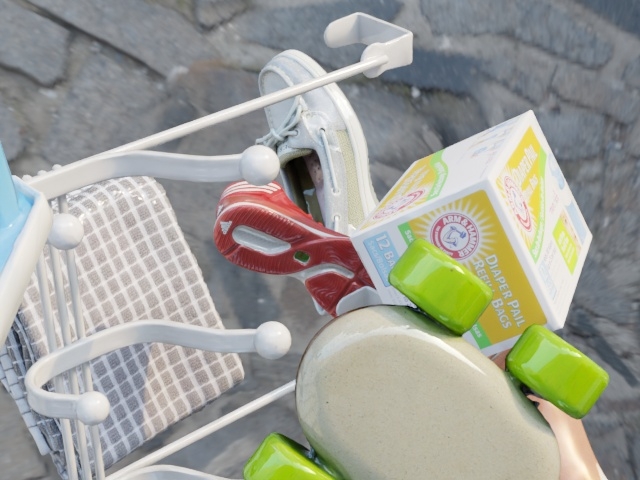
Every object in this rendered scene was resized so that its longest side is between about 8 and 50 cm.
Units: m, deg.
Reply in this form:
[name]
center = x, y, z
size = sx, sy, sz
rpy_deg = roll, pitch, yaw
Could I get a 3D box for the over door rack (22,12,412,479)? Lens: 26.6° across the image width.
[over door rack]
center = -0.034, 0.025, 0.811
size = 0.108, 0.324, 0.239
rpy_deg = 21, 127, 33

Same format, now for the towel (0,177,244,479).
[towel]
center = -0.227, 0.089, 1.427
size = 0.121, 0.235, 0.283
rpy_deg = -12, 106, 47

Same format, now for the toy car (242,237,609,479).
[toy car]
center = 0.052, 0.092, 0.764
size = 0.149, 0.188, 0.155
rpy_deg = 36, 91, -4

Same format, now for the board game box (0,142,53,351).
[board game box]
center = -0.290, 0.090, 0.275
size = 0.390, 0.390, 0.050
rpy_deg = -3, 125, 7

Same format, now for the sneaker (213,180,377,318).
[sneaker]
center = 0.000, 0.000, 1.311
size = 0.221, 0.128, 0.087
rpy_deg = 30, 110, -18

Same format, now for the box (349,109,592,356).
[box]
center = 0.112, -0.003, 0.945
size = 0.103, 0.203, 0.114
rpy_deg = -24, 100, 22

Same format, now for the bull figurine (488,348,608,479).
[bull figurine]
center = 0.209, 0.248, 1.308
size = 0.188, 0.101, 0.310
rpy_deg = -30, 61, 29

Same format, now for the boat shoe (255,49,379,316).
[boat shoe]
center = -0.007, -0.070, 1.604
size = 0.103, 0.118, 0.320
rpy_deg = -18, 90, -32
